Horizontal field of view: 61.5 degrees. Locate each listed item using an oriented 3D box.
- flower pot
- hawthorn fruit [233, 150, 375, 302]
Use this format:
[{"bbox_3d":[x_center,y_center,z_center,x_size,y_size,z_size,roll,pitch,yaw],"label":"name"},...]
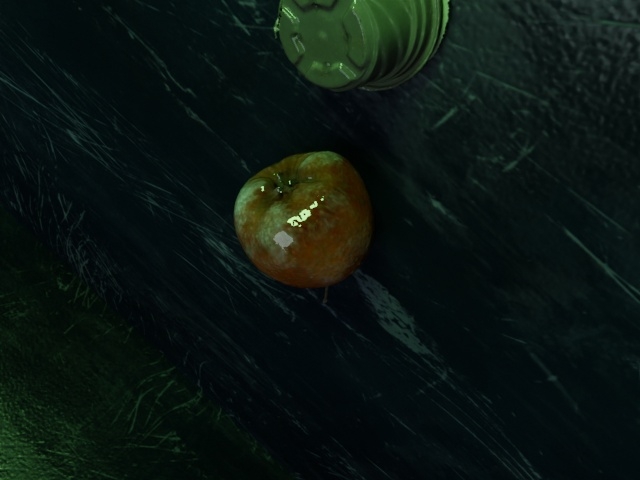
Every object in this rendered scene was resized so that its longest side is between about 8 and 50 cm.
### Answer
[{"bbox_3d":[0.035,-0.288,0.700,0.235,0.140,0.236,23,136,24],"label":"flower pot"},{"bbox_3d":[-0.009,-0.034,0.918,0.262,0.232,0.235,18,163,-33],"label":"hawthorn fruit"}]
